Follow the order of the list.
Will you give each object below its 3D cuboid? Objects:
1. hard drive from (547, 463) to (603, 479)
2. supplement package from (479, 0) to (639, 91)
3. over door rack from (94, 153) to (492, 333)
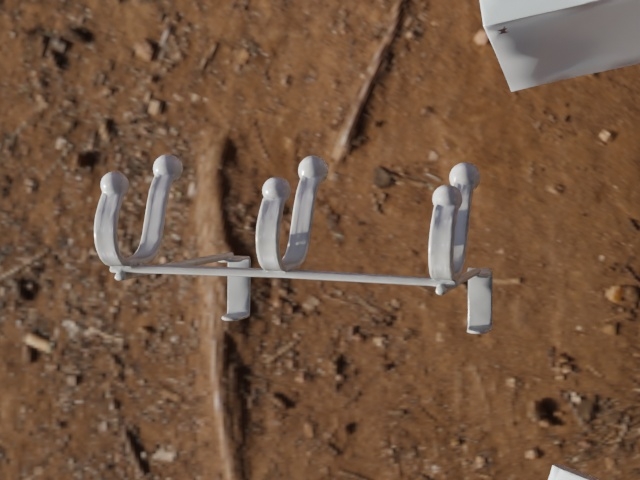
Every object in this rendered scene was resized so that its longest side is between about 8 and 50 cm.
[{"bbox_3d":[0.364,0.482,1.596,0.203,0.040,0.307,18,93,28],"label":"hard drive"},{"bbox_3d":[0.225,-0.259,0.985,0.194,0.149,0.203,-10,74,14],"label":"supplement package"},{"bbox_3d":[0.000,0.000,0.887,0.239,0.324,0.108,3,81,12],"label":"over door rack"}]
